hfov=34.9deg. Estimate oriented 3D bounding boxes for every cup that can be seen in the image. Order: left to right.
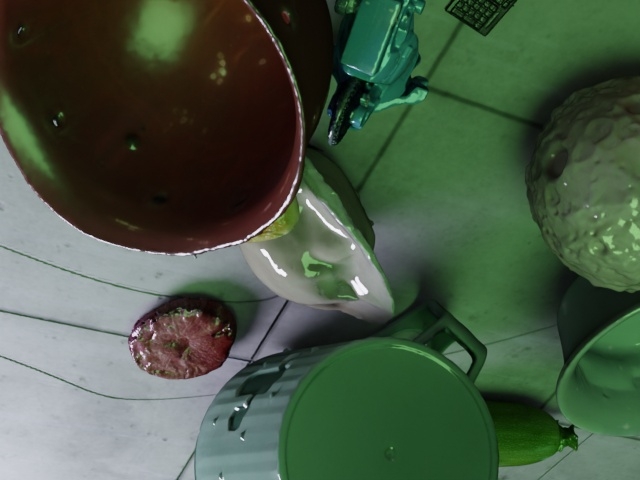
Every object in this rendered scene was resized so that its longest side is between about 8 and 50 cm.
[{"bbox_3d":[0.033,0.233,1.291,0.310,0.400,0.392,16,163,-13],"label":"cup"},{"bbox_3d":[0.469,0.108,1.402,0.347,0.163,0.347,-8,139,-7],"label":"cup"}]

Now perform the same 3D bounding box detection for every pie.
[{"bbox_3d":[-0.186,0.135,1.389,0.155,0.036,0.154,-6,133,-6],"label":"pie"}]

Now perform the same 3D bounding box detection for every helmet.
[{"bbox_3d":[-0.129,-0.183,0.973,0.338,0.230,0.385,35,140,-1],"label":"helmet"}]

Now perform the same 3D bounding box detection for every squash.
[{"bbox_3d":[0.217,0.298,1.575,0.395,0.107,0.107,4,131,-14],"label":"squash"}]

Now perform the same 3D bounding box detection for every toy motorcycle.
[{"bbox_3d":[0.073,-0.230,1.026,0.124,0.182,0.272,25,116,7],"label":"toy motorcycle"}]

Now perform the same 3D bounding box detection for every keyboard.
[{"bbox_3d":[0.219,-0.306,1.085,0.064,0.010,0.198,25,123,-27],"label":"keyboard"}]

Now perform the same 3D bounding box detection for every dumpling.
[{"bbox_3d":[-0.017,0.001,1.184,0.164,0.204,0.293,-16,136,3],"label":"dumpling"}]

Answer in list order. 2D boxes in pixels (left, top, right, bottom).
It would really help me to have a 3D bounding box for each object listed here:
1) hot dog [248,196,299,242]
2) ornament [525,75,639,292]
[{"bbox_3d":[-0.127,-0.043,1.122,0.243,0.073,0.084,10,132,43],"label":"hot dog"},{"bbox_3d":[0.374,-0.058,1.197,0.260,0.225,0.259,-5,132,-6],"label":"ornament"}]
